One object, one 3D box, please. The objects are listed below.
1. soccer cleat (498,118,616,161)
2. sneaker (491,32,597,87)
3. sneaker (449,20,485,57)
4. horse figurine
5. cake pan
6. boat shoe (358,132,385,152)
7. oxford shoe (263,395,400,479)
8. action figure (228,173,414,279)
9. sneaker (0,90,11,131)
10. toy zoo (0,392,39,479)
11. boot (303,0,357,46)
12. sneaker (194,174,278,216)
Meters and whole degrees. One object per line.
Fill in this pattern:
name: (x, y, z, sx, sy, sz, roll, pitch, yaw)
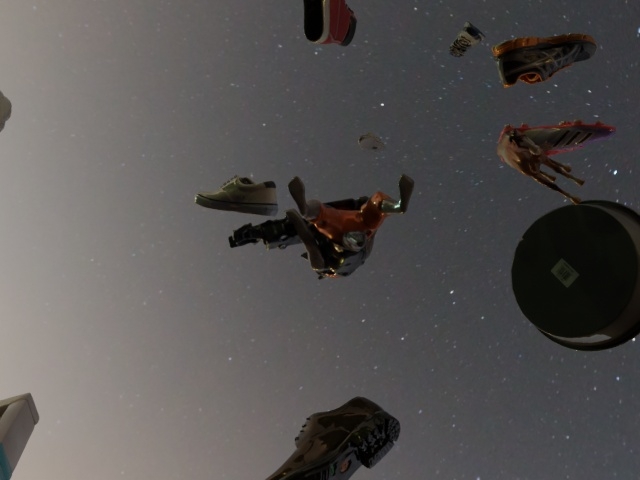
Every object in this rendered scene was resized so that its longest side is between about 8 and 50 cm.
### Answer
soccer cleat: (0.554, -0.235, 1.066, 0.248, 0.083, 0.095, 7, -77, 35)
sneaker: (0.423, -0.340, 0.849, 0.084, 0.215, 0.083, -144, -134, -75)
sneaker: (0.306, -0.418, 0.951, 0.052, 0.135, 0.058, 37, -77, -2)
horse figurine: (0.394, -0.156, 0.835, 0.174, 0.263, 0.066, 32, -63, 0)
cake pan: (0.484, 0.060, 0.852, 0.293, 0.054, 0.293, -34, -130, 56)
boat shoe: (0.117, -0.234, 1.049, 0.035, 0.100, 0.035, -35, -113, 33)
oxford shoe: (-0.006, 0.295, 0.610, 0.096, 0.227, 0.082, 29, -43, 51)
action figure: (0.000, 0.000, 0.858, 0.330, 0.341, 0.178, 97, -23, -67)
sneaker: (-0.362, -0.092, 0.374, 0.090, 0.232, 0.115, -28, -55, 25)
toy zoo: (-0.307, 0.184, 0.282, 0.293, 0.192, 0.030, 12, -62, 67)
boot: (0.036, -0.631, 1.142, 0.088, 0.176, 0.244, 18, -64, 34)
sneaker: (-0.204, -0.114, 1.098, 0.258, 0.094, 0.091, 8, -88, 31)
